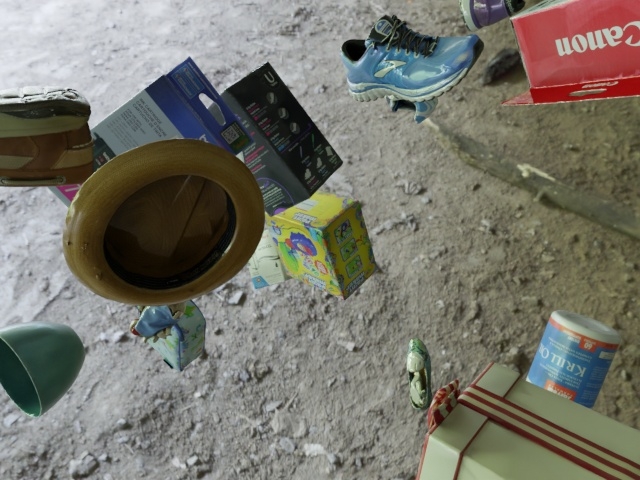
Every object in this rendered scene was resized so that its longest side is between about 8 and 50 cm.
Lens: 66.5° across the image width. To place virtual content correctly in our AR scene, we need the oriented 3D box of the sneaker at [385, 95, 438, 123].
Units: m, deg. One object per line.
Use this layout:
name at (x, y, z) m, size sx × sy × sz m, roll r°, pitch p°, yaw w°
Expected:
sneaker at (0.173, -0.371, 1.189) m, size 0.237 × 0.085 × 0.086 m, roll 39°, pitch 87°, yaw 21°

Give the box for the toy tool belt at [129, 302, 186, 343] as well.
toy tool belt at (-0.204, 0.099, 0.600) m, size 0.083 × 0.052 × 0.051 m, roll -36°, pitch 29°, yaw 6°

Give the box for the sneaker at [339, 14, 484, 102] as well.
sneaker at (0.161, -0.367, 0.973) m, size 0.330 × 0.147 × 0.130 m, roll 9°, pitch 55°, yaw 44°

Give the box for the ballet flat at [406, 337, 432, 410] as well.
ballet flat at (0.258, 0.356, 1.287) m, size 0.070 × 0.070 × 0.188 m, roll -8°, pitch 83°, yaw -10°

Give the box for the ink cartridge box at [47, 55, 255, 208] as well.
ink cartridge box at (-0.281, -0.139, 0.817) m, size 0.311 × 0.186 × 0.065 m, roll -38°, pitch 24°, yaw -2°

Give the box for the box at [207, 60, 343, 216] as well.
box at (-0.110, -0.211, 1.055) m, size 0.270 × 0.165 × 0.143 m, roll 52°, pitch 52°, yaw -15°

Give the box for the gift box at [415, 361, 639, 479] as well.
gift box at (0.246, 0.333, 0.641) m, size 0.258 × 0.255 × 0.276 m, roll 21°, pitch 20°, yaw 35°

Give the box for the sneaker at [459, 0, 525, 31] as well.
sneaker at (0.373, -0.543, 0.965) m, size 0.124 × 0.107 × 0.283 m, roll 0°, pitch 67°, yaw 42°

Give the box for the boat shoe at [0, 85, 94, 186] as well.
boat shoe at (-0.414, -0.093, 0.533) m, size 0.324 × 0.120 × 0.122 m, roll -4°, pitch 30°, yaw -5°

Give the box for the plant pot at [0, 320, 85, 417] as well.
plant pot at (-0.855, 0.365, 1.507) m, size 0.290 × 0.290 × 0.195 m, roll 28°, pitch 35°, yaw 23°

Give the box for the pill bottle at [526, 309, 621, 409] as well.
pill bottle at (0.473, 0.258, 0.938) m, size 0.124 × 0.222 × 0.124 m, roll 14°, pitch 11°, yaw -3°

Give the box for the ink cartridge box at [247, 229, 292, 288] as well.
ink cartridge box at (-0.200, 0.066, 1.850) m, size 0.148 × 0.203 × 0.086 m, roll -18°, pitch -1°, yaw 28°

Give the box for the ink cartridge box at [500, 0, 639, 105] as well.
ink cartridge box at (0.431, -0.302, 0.670) m, size 0.272 × 0.130 × 0.309 m, roll -30°, pitch 20°, yaw -12°

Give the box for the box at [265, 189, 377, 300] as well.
box at (0.000, 0.000, 1.594) m, size 0.290 × 0.279 × 0.177 m, roll 19°, pitch 49°, yaw 44°

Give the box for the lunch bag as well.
lunch bag at (-0.356, 0.196, 1.149) m, size 0.176 × 0.219 × 0.090 m, roll 41°, pitch 52°, yaw 18°

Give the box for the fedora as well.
fedora at (-0.151, -0.023, 0.477) m, size 0.194 × 0.194 × 0.079 m, roll -16°, pitch 43°, yaw -17°
